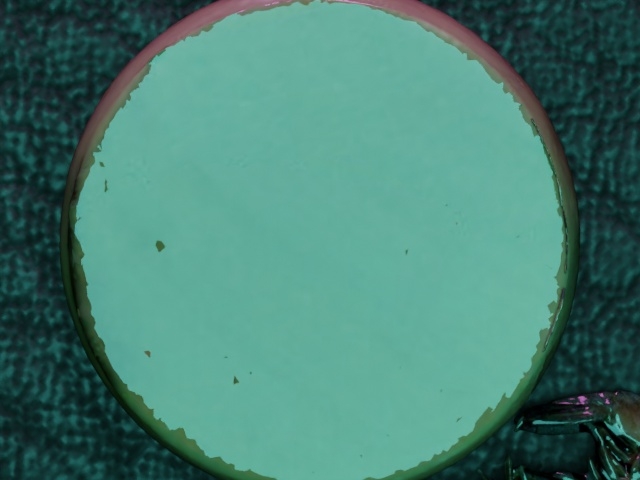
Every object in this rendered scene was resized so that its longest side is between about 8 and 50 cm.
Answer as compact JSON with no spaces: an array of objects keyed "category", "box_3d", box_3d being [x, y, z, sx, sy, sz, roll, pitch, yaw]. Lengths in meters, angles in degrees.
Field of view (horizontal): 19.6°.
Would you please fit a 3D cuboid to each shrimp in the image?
[{"category":"shrimp","box_3d":[0.120,0.121,0.941,0.161,0.034,0.091,2,81,-6]}]

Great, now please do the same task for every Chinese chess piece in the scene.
[{"category":"Chinese chess piece","box_3d":[0.000,0.000,0.900,0.251,0.097,0.251,0,94,1]}]
